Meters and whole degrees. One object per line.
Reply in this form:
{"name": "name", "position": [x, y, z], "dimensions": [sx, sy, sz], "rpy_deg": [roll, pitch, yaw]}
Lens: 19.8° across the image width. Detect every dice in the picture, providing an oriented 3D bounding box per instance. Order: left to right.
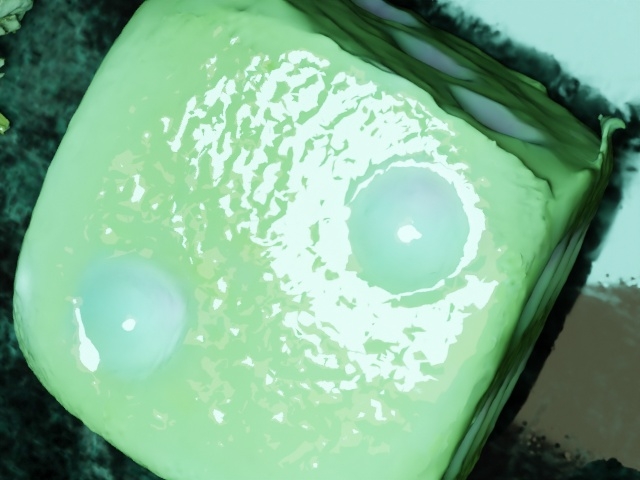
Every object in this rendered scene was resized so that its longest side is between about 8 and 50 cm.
{"name": "dice", "position": [0.000, 0.000, 0.991], "dimensions": [0.250, 0.252, 0.254], "rpy_deg": [26, 104, 10]}

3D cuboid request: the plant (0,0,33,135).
{"name": "plant", "position": [-0.229, -0.124, 1.143], "dimensions": [0.116, 0.104, 0.122], "rpy_deg": [23, 142, 47]}
